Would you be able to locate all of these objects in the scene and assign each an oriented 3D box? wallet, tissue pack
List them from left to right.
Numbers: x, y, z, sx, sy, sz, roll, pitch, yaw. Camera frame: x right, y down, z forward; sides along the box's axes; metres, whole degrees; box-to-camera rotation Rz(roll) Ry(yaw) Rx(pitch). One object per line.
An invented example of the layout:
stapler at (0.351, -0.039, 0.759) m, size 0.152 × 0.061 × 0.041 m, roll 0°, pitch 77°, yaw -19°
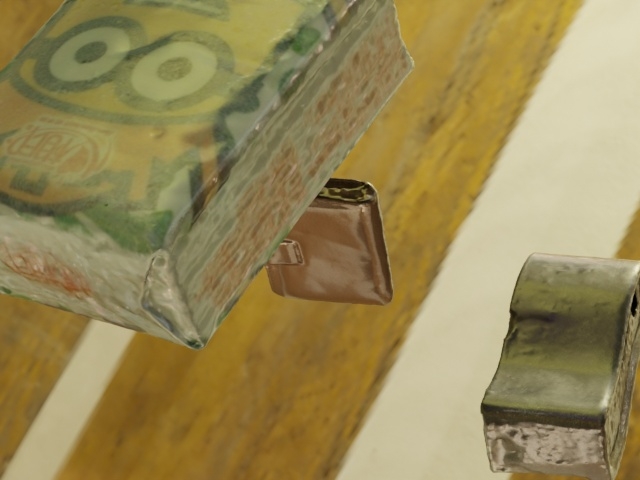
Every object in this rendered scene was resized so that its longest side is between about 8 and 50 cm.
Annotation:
tissue pack at (-0.108, -0.087, 1.073) m, size 0.228 × 0.128 × 0.311 m, roll 14°, pitch -128°, yaw 30°
wallet at (0.000, 0.000, 1.261) m, size 0.118 × 0.152 × 0.038 m, roll 5°, pitch -124°, yaw 11°

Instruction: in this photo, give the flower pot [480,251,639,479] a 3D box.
flower pot at (0.220, 0.107, 1.336) m, size 0.108 × 0.103 × 0.229 m, roll 4°, pitch -134°, yaw 22°
